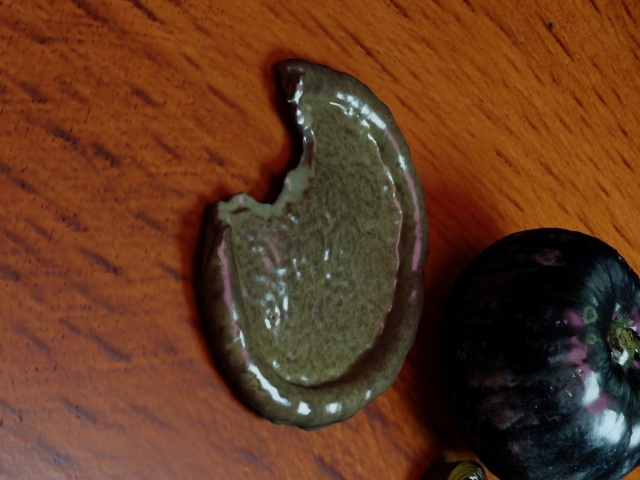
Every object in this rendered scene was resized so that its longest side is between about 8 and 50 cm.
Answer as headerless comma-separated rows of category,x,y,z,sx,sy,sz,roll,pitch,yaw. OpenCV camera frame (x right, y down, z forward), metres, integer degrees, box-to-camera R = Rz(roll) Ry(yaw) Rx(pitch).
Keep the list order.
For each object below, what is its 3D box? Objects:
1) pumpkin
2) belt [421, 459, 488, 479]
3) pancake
pumpkin,0.202,0.102,1.685,0.233,0.163,0.233,27,54,-45
belt,0.107,0.219,1.651,0.059,0.036,0.083,54,46,-26
pancake,0.000,0.000,1.536,0.288,0.033,0.286,-14,98,-53
